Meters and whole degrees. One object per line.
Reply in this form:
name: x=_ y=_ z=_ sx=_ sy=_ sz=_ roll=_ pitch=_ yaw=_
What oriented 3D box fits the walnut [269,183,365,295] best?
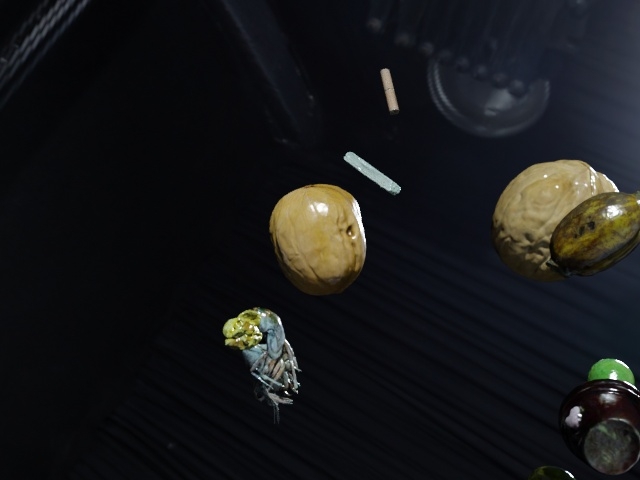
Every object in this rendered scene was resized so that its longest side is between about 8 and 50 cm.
walnut: x=0.000 y=0.000 z=1.615 sx=0.195 sy=0.195 sz=0.221 roll=-17 pitch=-91 yaw=-56

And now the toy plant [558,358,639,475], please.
toy plant: x=0.549 y=0.351 z=1.600 sx=0.235 sy=0.176 sz=0.217 roll=-53 pitch=-19 yaw=-69

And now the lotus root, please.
lotus root: x=0.467 y=-0.017 z=1.371 sx=0.209 sy=0.120 sz=0.120 roll=-39 pitch=-21 yaw=13

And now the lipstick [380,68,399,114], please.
lipstick: x=0.127 y=-0.274 z=1.509 sx=0.019 sy=0.094 sz=0.019 roll=-8 pitch=-26 yaw=-4

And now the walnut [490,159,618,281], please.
walnut: x=0.565 y=-0.053 z=1.988 sx=0.313 sy=0.277 sz=0.252 roll=-63 pitch=-5 yaw=32

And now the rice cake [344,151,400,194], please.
rice cake: x=0.115 y=-0.152 z=1.861 sx=0.029 sy=0.171 sz=0.033 roll=-52 pitch=-37 yaw=4

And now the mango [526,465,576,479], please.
mango: x=0.496 y=0.555 z=1.736 sx=0.191 sy=0.122 sz=0.085 roll=-93 pitch=-15 yaw=-66

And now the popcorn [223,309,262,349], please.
popcorn: x=-0.138 y=0.158 z=1.460 sx=0.083 sy=0.068 sz=0.059 roll=-54 pitch=-16 yaw=-14

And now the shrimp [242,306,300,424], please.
shrimp: x=-0.129 y=0.344 z=2.114 sx=0.172 sy=0.137 sz=0.371 roll=-70 pitch=-34 yaw=-62
